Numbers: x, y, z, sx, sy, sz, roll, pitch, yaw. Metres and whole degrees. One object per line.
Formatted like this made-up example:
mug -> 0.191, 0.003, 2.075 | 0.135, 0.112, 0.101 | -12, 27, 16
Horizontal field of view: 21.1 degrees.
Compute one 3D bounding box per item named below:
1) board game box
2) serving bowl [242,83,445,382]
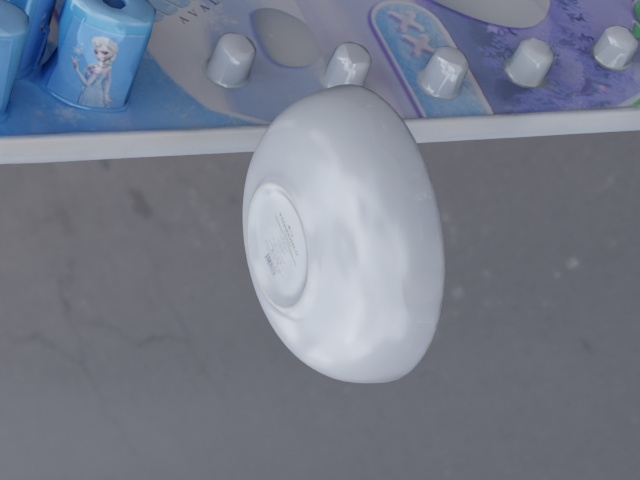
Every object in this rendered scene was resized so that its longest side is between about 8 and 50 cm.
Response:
board game box -> -0.015, -0.196, 0.692 | 0.390, 0.390, 0.050 | 64, 146, 34
serving bowl -> 0.000, 0.000, 0.469 | 0.083, 0.027, 0.083 | 28, 122, 56
